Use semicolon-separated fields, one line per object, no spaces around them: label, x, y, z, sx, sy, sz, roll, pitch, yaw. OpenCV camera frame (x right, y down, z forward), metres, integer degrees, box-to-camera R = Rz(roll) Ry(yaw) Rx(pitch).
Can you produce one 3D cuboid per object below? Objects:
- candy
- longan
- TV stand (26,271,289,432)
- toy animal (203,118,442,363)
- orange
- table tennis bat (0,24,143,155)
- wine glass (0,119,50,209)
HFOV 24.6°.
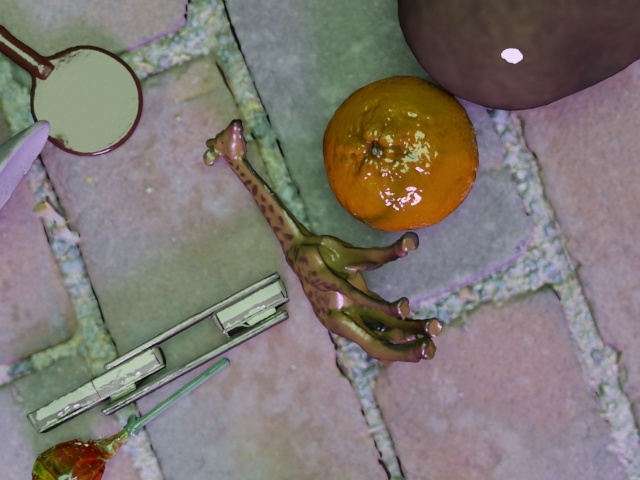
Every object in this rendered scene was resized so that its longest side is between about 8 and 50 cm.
candy;-0.161;0.161;1.271;0.201;0.060;0.060;-35;85;-10
longan;0.186;-0.227;1.220;0.246;0.215;0.246;3;102;16
TV stand;-0.137;0.104;1.278;0.249;0.036;0.042;-29;87;-3
toy animal;0.000;0.007;1.259;0.054;0.149;0.275;-33;55;-29
orange;0.068;-0.072;1.253;0.136;0.117;0.135;2;106;9
table tennis bat;-0.231;-0.140;1.311;0.155;0.019;0.098;36;86;1
wine glass;-0.345;-0.102;1.241;0.196;0.165;0.165;35;86;0
